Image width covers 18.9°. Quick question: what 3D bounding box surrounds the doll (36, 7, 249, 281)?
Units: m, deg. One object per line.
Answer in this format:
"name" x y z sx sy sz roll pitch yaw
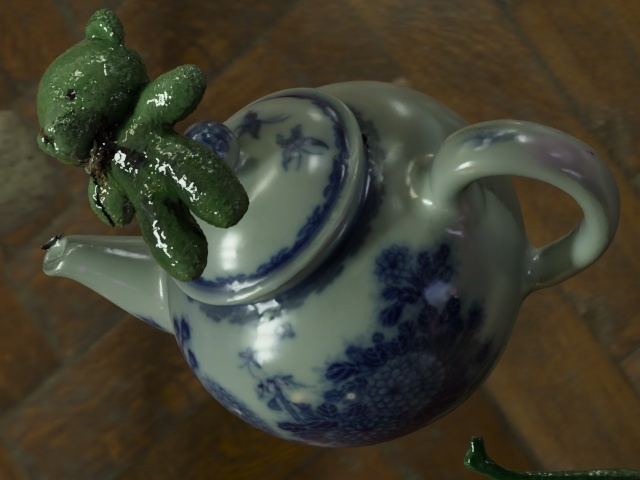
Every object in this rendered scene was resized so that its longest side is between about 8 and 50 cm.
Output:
"doll" -0.103 -0.050 1.049 0.150 0.077 0.115 46 126 21

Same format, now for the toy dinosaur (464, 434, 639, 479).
"toy dinosaur" 0.382 0.307 1.931 0.301 0.087 0.447 -34 91 -9

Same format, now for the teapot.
"teapot" 0.000 0.000 1.278 0.424 0.280 0.252 -12 55 34
